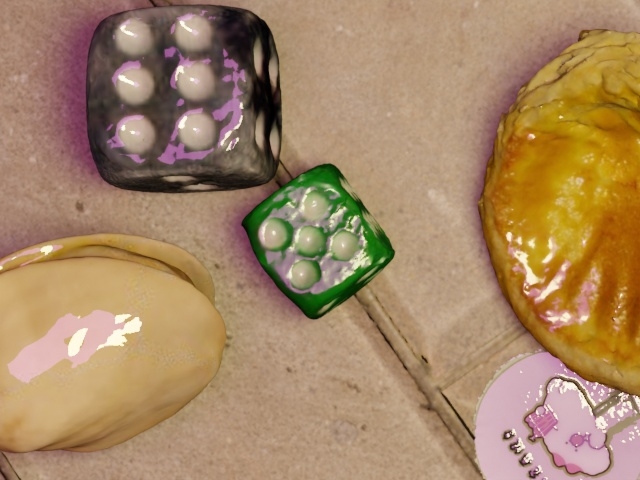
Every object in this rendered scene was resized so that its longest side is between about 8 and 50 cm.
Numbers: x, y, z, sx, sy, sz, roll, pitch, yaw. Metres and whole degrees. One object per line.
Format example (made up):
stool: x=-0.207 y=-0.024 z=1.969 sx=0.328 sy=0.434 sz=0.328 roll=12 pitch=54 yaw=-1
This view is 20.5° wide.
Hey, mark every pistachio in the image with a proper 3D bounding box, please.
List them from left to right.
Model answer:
pistachio: x=-0.261 y=0.108 z=1.861 sx=0.321 sy=0.229 sz=0.238 roll=-13 pitch=128 yaw=-4

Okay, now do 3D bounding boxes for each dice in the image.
dice: x=-0.141 y=-0.147 z=1.872 sx=0.181 sy=0.183 sz=0.182 roll=-4 pitch=85 yaw=11
dice: x=0.000 y=0.000 z=1.868 sx=0.120 sy=0.128 sz=0.131 roll=-37 pitch=82 yaw=5

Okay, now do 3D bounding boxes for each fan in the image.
fan: x=0.309 y=0.168 z=1.871 sx=0.329 sy=0.009 sz=0.190 roll=-35 pitch=82 yaw=7

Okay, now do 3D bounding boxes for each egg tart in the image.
egg tart: x=0.333 y=-0.029 z=1.755 sx=0.388 sy=0.169 sz=0.387 roll=18 pitch=116 yaw=43
